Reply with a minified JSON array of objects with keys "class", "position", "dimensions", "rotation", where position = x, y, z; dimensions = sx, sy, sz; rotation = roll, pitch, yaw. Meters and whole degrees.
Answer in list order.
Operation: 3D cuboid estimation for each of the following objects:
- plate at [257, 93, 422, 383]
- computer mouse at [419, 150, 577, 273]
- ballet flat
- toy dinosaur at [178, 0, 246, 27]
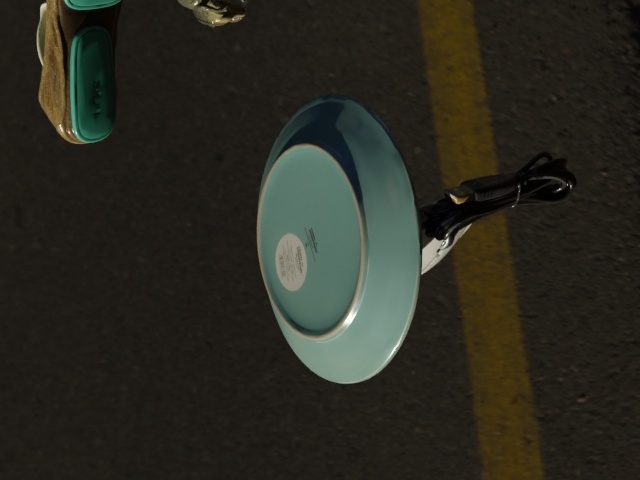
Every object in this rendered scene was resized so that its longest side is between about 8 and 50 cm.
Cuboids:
[{"class":"plate","position":[0.000,0.000,0.755],"dimensions":[0.188,0.024,0.188],"rotation":[10,103,55]},{"class":"computer mouse","position":[0.076,-0.003,0.781],"dimensions":[0.193,0.106,0.042],"rotation":[-29,84,59]},{"class":"ballet flat","position":[-0.300,-0.289,1.437],"dimensions":[0.124,0.116,0.342],"rotation":[29,123,35]},{"class":"toy dinosaur","position":[-0.141,-0.306,1.269],"dimensions":[0.118,0.268,0.064],"rotation":[2,62,34]}]
